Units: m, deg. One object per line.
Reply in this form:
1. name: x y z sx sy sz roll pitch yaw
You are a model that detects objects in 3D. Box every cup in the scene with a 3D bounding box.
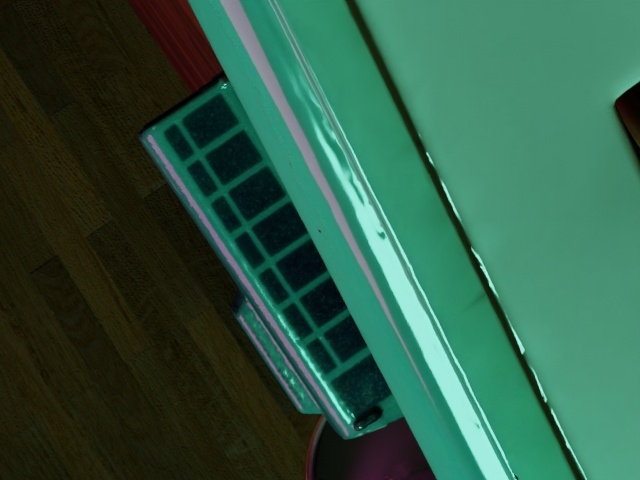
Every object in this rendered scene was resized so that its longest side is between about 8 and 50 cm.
1. cup: 0.074 0.174 1.379 0.182 0.226 0.264 14 -173 -3

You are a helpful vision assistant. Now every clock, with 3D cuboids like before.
1. clock: 0.037 -0.045 0.440 0.262 0.116 0.231 64 179 -24

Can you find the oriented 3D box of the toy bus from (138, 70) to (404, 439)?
1. toy bus: 0.000 0.000 1.157 0.256 0.147 0.128 57 179 -8
